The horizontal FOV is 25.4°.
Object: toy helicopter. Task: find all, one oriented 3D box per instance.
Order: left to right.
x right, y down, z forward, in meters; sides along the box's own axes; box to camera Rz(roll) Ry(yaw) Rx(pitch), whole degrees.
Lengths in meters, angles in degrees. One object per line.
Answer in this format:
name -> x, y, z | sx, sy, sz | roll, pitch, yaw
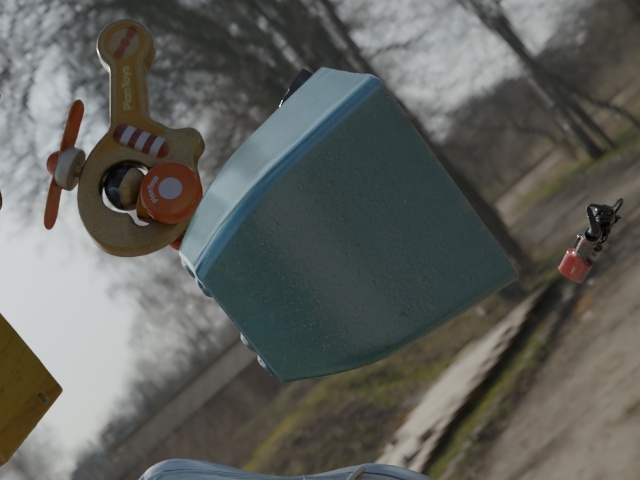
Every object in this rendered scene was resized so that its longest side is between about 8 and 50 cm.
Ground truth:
toy helicopter -> -0.280, -0.145, 1.988 | 0.235, 0.355, 0.140 | -8, -20, 4

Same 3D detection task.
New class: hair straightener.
hair straightener -> 0.364, -0.015, 1.906 | 0.089, 0.047, 0.230 | -55, -17, -13

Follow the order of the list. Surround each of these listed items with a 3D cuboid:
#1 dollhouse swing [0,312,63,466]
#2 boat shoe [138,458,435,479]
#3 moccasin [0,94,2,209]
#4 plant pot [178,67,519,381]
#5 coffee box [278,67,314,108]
dollhouse swing -> -0.530, 0.146, 1.597 | 0.305, 0.347, 0.315 | -36, 8, 13
boat shoe -> -0.021, 0.309, 1.497 | 0.156, 0.367, 0.136 | -95, 14, -76
moccasin -> -0.542, -0.210, 2.091 | 0.147, 0.380, 0.139 | -14, -16, -42
plant pot -> 0.000, 0.000, 1.442 | 0.252, 0.247, 0.248 | -38, 15, -5
coffee box -> -0.023, -0.132, 2.279 | 0.098, 0.141, 0.246 | -61, -4, -47
